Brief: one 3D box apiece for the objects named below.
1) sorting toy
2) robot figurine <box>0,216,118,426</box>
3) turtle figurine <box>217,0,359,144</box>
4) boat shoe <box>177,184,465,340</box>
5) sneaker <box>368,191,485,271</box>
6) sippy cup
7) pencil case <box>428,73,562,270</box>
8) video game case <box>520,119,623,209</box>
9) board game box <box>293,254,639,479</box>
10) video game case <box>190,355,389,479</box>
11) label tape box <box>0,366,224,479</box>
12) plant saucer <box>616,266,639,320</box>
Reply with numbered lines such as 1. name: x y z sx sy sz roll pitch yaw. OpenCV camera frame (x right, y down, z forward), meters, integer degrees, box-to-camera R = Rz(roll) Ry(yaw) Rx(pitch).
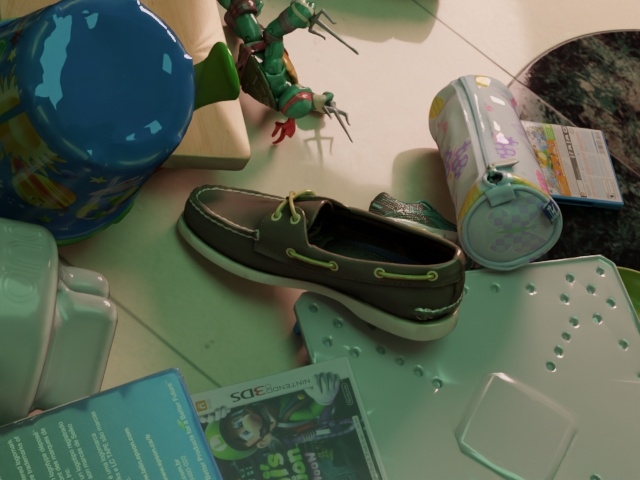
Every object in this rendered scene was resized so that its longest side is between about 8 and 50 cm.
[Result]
1. sorting toy: -0.230 -0.173 1.695 0.255 0.089 0.257 2 56 -24
2. robot figurine: -0.367 0.065 1.385 0.353 0.200 0.300 11 12 -18
3. turtle figurine: -0.046 -0.214 1.780 0.118 0.175 0.234 -26 61 -18
4. boat shoe: 0.000 0.000 1.617 0.324 0.097 0.116 22 38 18
5. sneaker: 0.127 -0.014 1.768 0.166 0.065 0.076 17 46 -16
6. sippy cup: -0.233 -0.124 1.448 0.240 0.224 0.305 41 64 -16
7. pencil case: 0.193 -0.083 1.762 0.124 0.113 0.273 51 17 -29
8. video game case: 0.295 -0.097 1.936 0.166 0.015 0.119 5 55 -22
9. board game box: 0.198 0.210 1.614 0.390 0.050 0.390 -6 59 -21
10. video game case: -0.029 0.218 1.512 0.173 0.022 0.190 -14 61 -8
11. label tape box: -0.237 0.280 1.322 0.333 0.106 0.241 -17 73 -22
12. plant saucer: 0.362 0.140 1.780 0.241 0.037 0.241 12 53 -16
